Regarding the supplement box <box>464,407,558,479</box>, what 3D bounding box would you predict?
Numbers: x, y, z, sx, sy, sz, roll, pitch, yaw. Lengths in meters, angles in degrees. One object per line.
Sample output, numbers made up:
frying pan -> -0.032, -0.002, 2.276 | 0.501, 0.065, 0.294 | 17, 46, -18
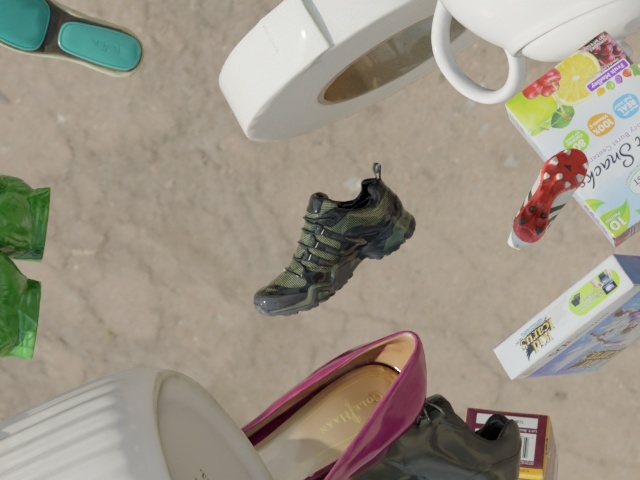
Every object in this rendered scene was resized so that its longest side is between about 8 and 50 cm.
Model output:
supplement box -> 0.243, 0.283, 1.439 | 0.104, 0.080, 0.188 | 4, 154, 17

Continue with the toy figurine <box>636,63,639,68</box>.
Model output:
toy figurine -> 0.588, -0.171, 1.436 | 0.363, 0.191, 0.217 | -19, 87, 23

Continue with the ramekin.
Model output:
ramekin -> -0.077, 0.157, 0.525 | 0.109, 0.207, 0.207 | -30, 116, 6

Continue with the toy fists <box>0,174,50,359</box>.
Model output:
toy fists -> -0.421, 0.023, 1.422 | 0.142, 0.279, 0.096 | 7, 143, -16

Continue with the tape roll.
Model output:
tape roll -> 0.071, -0.235, 1.265 | 0.392, 0.392, 0.072 | -35, 82, 50

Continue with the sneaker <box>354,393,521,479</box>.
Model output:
sneaker -> 0.083, 0.222, 1.182 | 0.286, 0.130, 0.109 | 8, -176, -23

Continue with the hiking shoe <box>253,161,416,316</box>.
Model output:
hiking shoe -> 0.000, 0.000, 1.384 | 0.114, 0.227, 0.086 | 58, 169, -17

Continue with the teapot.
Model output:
teapot -> 0.210, -0.232, 0.963 | 0.253, 0.256, 0.187 | -22, 89, 6

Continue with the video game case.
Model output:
video game case -> 0.430, 0.119, 1.723 | 0.244, 0.269, 0.061 | -44, 61, 31

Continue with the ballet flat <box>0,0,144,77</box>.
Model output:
ballet flat -> -0.348, -0.273, 1.455 | 0.248, 0.086, 0.086 | 22, 147, -24

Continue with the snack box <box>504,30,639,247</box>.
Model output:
snack box -> 0.227, -0.080, 0.885 | 0.141, 0.100, 0.037 | 55, -175, 20

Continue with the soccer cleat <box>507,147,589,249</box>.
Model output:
soccer cleat -> 0.151, -0.028, 0.759 | 0.029, 0.083, 0.035 | 34, 158, 3

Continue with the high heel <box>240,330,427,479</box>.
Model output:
high heel -> -0.066, 0.202, 0.975 | 0.127, 0.377, 0.181 | 42, 146, 23
